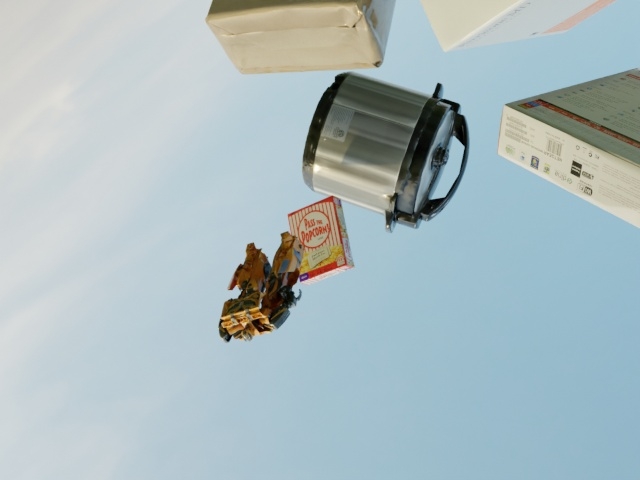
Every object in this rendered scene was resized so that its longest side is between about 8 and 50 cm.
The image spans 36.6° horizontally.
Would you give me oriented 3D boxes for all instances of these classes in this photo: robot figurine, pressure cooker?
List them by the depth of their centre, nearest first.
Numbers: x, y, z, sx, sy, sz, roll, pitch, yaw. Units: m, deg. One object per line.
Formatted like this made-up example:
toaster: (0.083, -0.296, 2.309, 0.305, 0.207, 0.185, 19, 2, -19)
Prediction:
robot figurine: (-0.138, 0.110, 2.192, 0.211, 0.085, 0.291, -18, -148, 27)
pressure cooker: (0.196, -0.244, 2.687, 0.420, 0.369, 0.375, 18, -144, 13)

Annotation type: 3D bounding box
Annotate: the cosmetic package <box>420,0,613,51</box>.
cosmetic package: (0.395, -0.478, 1.743, 0.453, 0.161, 0.230, -19, 174, -46)

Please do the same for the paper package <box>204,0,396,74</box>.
paper package: (-0.018, -0.480, 1.800, 0.310, 0.168, 0.324, 1, -123, 20)

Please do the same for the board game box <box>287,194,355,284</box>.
board game box: (0.000, 0.000, 2.481, 0.147, 0.045, 0.193, -23, -112, 28)

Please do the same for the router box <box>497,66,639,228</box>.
router box: (0.471, -0.128, 1.335, 0.301, 0.082, 0.335, -18, -145, -29)
